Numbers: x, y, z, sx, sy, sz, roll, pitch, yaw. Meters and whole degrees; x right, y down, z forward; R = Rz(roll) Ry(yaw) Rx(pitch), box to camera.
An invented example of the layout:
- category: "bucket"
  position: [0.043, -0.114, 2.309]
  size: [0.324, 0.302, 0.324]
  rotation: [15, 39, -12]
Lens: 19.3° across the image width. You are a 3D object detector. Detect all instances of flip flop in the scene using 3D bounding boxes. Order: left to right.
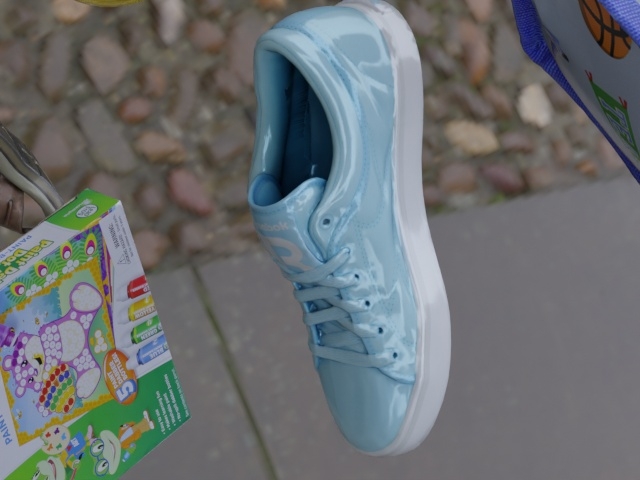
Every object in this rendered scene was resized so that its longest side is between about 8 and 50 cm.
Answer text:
- category: "flip flop"
  position: [-0.346, -0.064, 2.057]
  size: [0.112, 0.080, 0.277]
  rotation: [51, -3, 45]

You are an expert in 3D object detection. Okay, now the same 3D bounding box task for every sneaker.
- category: "sneaker"
  position: [0.000, 0.000, 1.457]
  size: [0.150, 0.135, 0.366]
  rotation: [-13, 99, -43]

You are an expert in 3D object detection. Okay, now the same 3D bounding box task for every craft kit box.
- category: "craft kit box"
  position: [-0.241, 0.123, 1.618]
  size: [0.247, 0.061, 0.250]
  rotation: [-37, 129, -30]

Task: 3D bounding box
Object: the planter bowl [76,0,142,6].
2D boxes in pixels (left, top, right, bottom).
- category: "planter bowl"
  position: [-0.184, -0.329, 1.844]
  size: [0.217, 0.217, 0.090]
  rotation: [71, 15, 9]

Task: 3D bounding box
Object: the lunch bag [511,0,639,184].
- category: "lunch bag"
  position: [0.313, -0.098, 0.914]
  size: [0.385, 0.328, 0.239]
  rotation: [54, -2, 33]
